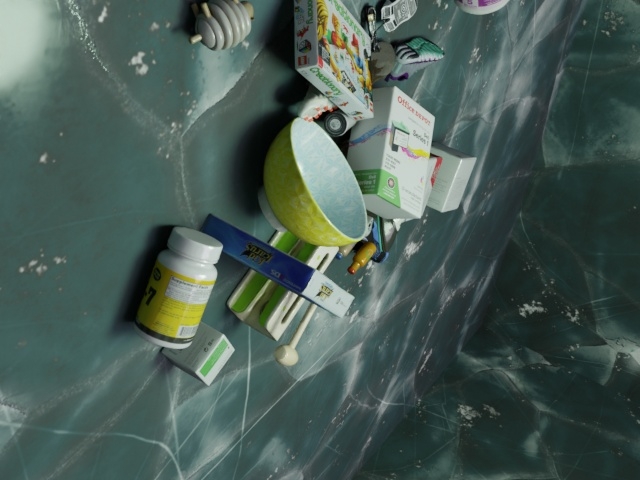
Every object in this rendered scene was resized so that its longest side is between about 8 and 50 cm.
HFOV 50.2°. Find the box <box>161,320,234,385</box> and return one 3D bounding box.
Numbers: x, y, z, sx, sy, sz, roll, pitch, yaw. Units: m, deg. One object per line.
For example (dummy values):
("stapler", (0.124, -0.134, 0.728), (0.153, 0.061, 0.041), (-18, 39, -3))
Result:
("box", (-0.260, 0.235, 1.459), (0.101, 0.102, 0.087), (-55, 155, -21))

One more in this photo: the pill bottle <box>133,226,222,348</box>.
("pill bottle", (-0.266, 0.088, 1.292), (0.119, 0.119, 0.208), (5, 109, -63))

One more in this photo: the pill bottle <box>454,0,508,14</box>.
("pill bottle", (0.405, -0.737, 1.730), (0.169, 0.169, 0.301), (-56, 153, -15))

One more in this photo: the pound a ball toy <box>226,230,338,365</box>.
("pound a ball toy", (-0.063, 0.127, 1.608), (0.319, 0.208, 0.136), (-57, 153, -16))

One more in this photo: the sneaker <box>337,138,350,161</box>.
("sneaker", (0.054, -0.218, 1.697), (0.188, 0.066, 0.071), (-15, 107, -60))

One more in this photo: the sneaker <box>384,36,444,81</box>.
("sneaker", (0.241, -0.473, 1.801), (0.224, 0.083, 0.098), (-22, 153, -48))

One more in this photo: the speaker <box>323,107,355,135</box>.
("speaker", (0.048, -0.276, 1.571), (0.136, 0.055, 0.055), (-53, 160, -68))

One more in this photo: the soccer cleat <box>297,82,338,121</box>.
("soccer cleat", (-0.009, -0.304, 1.451), (0.068, 0.076, 0.196), (-33, -176, 31))

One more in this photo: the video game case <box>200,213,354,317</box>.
("video game case", (-0.087, 0.057, 1.425), (0.061, 0.269, 0.244), (-61, 154, -4))

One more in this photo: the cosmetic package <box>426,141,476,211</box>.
("cosmetic package", (0.383, -0.207, 2.199), (0.151, 0.151, 0.183), (-13, 126, -58))

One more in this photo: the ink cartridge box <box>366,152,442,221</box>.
("ink cartridge box", (0.236, -0.164, 1.990), (0.273, 0.114, 0.197), (-18, 129, -62))

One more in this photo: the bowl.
("bowl", (-0.039, -0.101, 1.463), (0.156, 0.289, 0.289), (-26, 167, 24))

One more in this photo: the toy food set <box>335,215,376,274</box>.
("toy food set", (0.072, -0.019, 1.835), (0.104, 0.111, 0.232), (-51, 151, -24))

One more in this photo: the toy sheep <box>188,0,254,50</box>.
("toy sheep", (-0.164, -0.356, 1.118), (0.132, 0.091, 0.091), (-35, 144, -23))

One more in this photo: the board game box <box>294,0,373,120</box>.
("board game box", (0.032, -0.385, 1.397), (0.305, 0.053, 0.193), (20, 66, -65))

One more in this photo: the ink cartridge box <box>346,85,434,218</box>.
("ink cartridge box", (0.171, -0.213, 1.688), (0.201, 0.117, 0.278), (23, 73, -48))

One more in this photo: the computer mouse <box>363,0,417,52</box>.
("computer mouse", (0.162, -0.530, 1.608), (0.193, 0.042, 0.106), (-44, 132, -32))

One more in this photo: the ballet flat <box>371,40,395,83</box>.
("ballet flat", (0.101, -0.392, 1.619), (0.084, 0.058, 0.250), (52, 54, -22))

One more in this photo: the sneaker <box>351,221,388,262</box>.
("sneaker", (0.136, 0.018, 2.036), (0.090, 0.081, 0.232), (-53, 146, -16))

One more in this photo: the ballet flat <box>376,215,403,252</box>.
("ballet flat", (0.181, -0.110, 1.823), (0.095, 0.096, 0.280), (-24, 103, -79))
